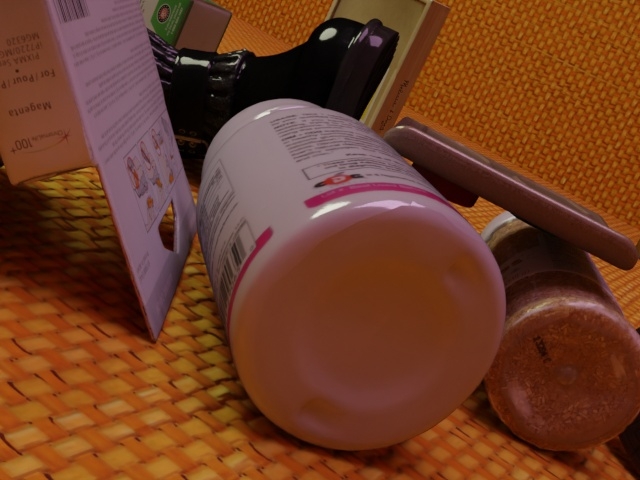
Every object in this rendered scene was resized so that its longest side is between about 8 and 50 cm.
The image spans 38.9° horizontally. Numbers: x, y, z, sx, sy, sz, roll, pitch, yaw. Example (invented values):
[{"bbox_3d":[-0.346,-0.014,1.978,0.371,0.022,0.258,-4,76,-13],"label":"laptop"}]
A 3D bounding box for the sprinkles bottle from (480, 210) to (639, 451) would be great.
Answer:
[{"bbox_3d":[0.202,0.059,0.818,0.121,0.121,0.355,26,15,2],"label":"sprinkles bottle"}]

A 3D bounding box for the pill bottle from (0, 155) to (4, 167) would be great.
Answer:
[{"bbox_3d":[-0.257,-0.096,0.605,0.124,0.124,0.221,24,14,-6],"label":"pill bottle"}]

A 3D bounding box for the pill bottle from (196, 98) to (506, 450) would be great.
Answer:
[{"bbox_3d":[0.000,0.000,0.624,0.160,0.160,0.283,20,17,-21],"label":"pill bottle"}]

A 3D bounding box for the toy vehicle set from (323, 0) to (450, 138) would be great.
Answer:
[{"bbox_3d":[0.043,-0.205,1.166,0.035,0.267,0.166,10,23,-43],"label":"toy vehicle set"}]

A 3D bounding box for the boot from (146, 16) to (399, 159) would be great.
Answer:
[{"bbox_3d":[-0.092,-0.152,0.878,0.260,0.131,0.348,27,-20,-7],"label":"boot"}]

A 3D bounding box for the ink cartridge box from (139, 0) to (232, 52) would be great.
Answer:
[{"bbox_3d":[-0.237,-0.272,1.164,0.208,0.153,0.087,35,17,27],"label":"ink cartridge box"}]

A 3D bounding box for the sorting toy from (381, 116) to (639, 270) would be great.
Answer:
[{"bbox_3d":[0.195,-0.019,0.774,0.307,0.041,0.229,28,11,3],"label":"sorting toy"}]

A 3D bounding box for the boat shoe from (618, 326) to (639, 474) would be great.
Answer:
[{"bbox_3d":[0.326,0.177,0.669,0.098,0.109,0.302,22,20,-32],"label":"boat shoe"}]

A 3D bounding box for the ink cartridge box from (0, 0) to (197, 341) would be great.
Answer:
[{"bbox_3d":[-0.156,-0.082,0.648,0.060,0.239,0.275,-12,17,2],"label":"ink cartridge box"}]
